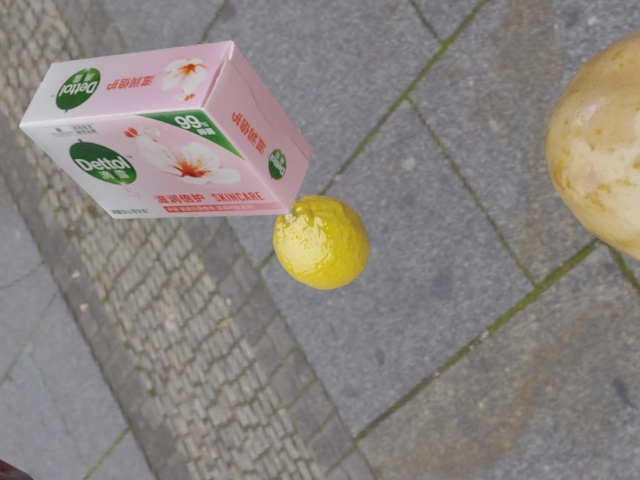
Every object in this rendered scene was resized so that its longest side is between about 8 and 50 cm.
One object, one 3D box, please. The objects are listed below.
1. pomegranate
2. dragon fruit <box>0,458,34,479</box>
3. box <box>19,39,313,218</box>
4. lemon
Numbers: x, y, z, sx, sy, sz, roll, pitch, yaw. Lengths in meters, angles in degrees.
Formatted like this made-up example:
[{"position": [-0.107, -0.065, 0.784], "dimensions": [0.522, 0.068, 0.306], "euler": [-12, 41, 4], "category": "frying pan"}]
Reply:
[{"position": [0.284, -0.080, 0.827], "dimensions": [0.207, 0.207, 0.207], "euler": [18, 115, 44], "category": "pomegranate"}, {"position": [-0.242, 0.239, 0.752], "dimensions": [0.274, 0.126, 0.161], "euler": [46, 166, 3], "category": "dragon fruit"}, {"position": [-0.079, -0.053, 0.536], "dimensions": [0.125, 0.043, 0.089], "euler": [-1, 146, 33], "category": "box"}, {"position": [0.000, 0.000, 1.292], "dimensions": [0.114, 0.155, 0.114], "euler": [-12, 60, 22], "category": "lemon"}]
